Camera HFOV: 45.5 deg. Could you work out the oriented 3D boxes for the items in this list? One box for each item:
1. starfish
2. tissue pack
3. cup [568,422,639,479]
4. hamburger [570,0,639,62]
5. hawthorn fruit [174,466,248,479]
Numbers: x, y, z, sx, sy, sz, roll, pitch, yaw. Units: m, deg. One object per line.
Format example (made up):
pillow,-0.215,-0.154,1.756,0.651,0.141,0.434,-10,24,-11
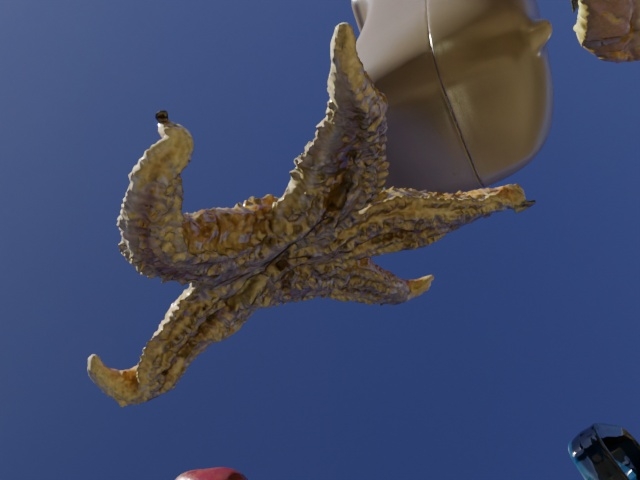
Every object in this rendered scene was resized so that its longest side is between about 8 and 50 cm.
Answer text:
starfish,-0.002,-0.003,0.454,0.302,0.299,0.060,-3,-127,-43
tissue pack,0.194,-0.257,1.097,0.387,0.276,0.267,-79,-30,-48
cup,0.215,0.188,0.465,0.138,0.150,0.114,2,-73,-63
hamburger,0.361,-0.297,0.802,0.329,0.209,0.162,-7,-114,-6
hawthorn fruit,-0.113,0.261,0.746,0.081,0.093,0.081,0,-90,-66
